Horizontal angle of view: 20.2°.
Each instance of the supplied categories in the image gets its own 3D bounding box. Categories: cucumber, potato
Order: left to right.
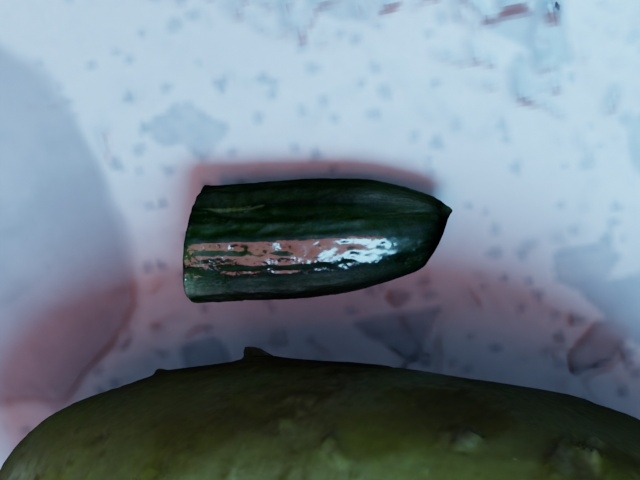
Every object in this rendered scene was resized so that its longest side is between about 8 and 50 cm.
[{"bbox_3d":[0.000,0.000,0.706,0.105,0.048,0.048,-3,113,6],"label":"cucumber"},{"bbox_3d":[0.021,0.132,0.681,0.307,0.210,0.173,5,87,12],"label":"potato"}]
